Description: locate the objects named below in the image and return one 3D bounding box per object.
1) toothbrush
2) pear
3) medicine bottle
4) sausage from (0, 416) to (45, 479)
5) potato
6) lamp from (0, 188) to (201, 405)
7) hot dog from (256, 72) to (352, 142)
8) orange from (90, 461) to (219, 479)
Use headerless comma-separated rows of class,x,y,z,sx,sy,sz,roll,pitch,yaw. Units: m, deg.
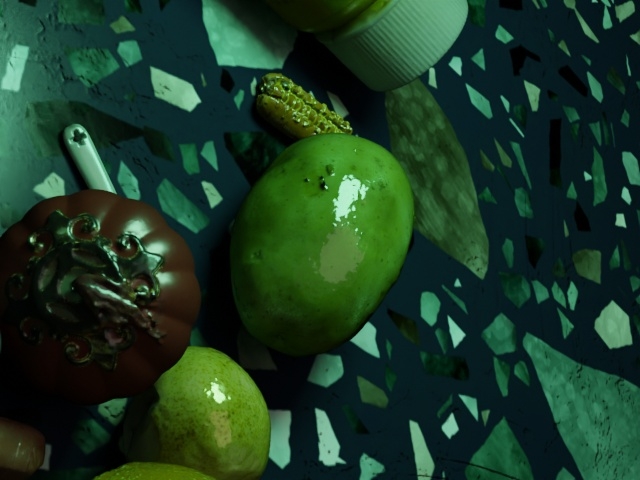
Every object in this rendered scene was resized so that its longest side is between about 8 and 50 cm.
toothbrush,-0.207,0.041,1.682,0.040,0.040,0.386,-28,92,-48
pear,-0.137,0.203,1.590,0.178,0.178,0.178,20,61,-41
medicine bottle,0.011,-0.390,1.938,0.384,0.224,0.224,43,48,-28
sausage,-0.342,0.203,1.445,0.169,0.065,0.065,22,60,-39
potato,0.001,0.002,1.787,0.216,0.216,0.304,39,59,-30
lamp,-0.237,0.057,1.500,0.227,0.227,0.227,20,61,-41
hot dog,-0.020,-0.162,1.945,0.165,0.045,0.071,33,51,-33
orange,-0.161,0.353,1.432,0.274,0.274,0.274,20,61,-41
